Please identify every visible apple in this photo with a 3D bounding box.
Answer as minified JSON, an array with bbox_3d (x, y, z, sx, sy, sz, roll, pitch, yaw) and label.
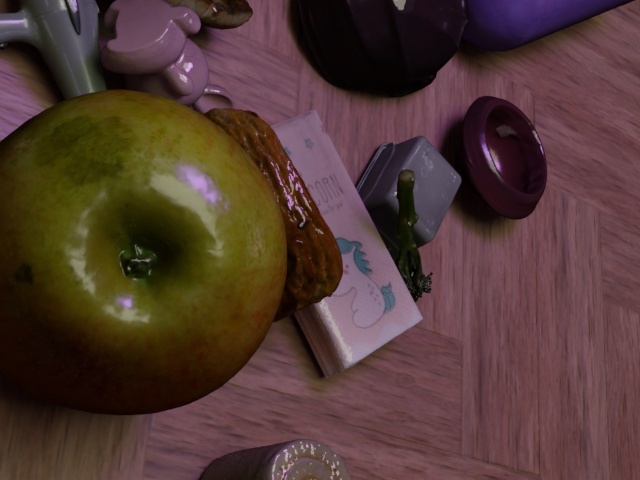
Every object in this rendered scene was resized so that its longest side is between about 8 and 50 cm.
[{"bbox_3d":[-0.195,0.014,1.124,0.339,0.339,0.339,16,64,-36],"label":"apple"}]

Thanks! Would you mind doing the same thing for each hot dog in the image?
[{"bbox_3d":[-0.092,-0.029,1.342,0.272,0.196,0.122,63,23,-4],"label":"hot dog"}]

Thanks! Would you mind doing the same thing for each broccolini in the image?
[{"bbox_3d":[0.119,0.002,1.496,0.067,0.216,0.058,5,47,7],"label":"broccolini"}]

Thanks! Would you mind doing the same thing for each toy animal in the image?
[{"bbox_3d":[-0.183,-0.197,1.357,0.212,0.124,0.124,60,35,-55],"label":"toy animal"}]

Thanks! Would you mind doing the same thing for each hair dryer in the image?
[{"bbox_3d":[-0.342,-0.186,1.269,0.267,0.092,0.229,-42,108,-28],"label":"hair dryer"}]

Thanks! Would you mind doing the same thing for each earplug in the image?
[{"bbox_3d":[0.385,-0.449,1.892,0.456,0.215,0.215,-31,94,-40],"label":"earplug"}]

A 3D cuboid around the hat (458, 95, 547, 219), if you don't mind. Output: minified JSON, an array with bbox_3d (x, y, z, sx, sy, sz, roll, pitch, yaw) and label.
[{"bbox_3d":[0.273,-0.125,1.744,0.205,0.089,0.205,21,57,-38],"label":"hat"}]

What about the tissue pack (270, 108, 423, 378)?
[{"bbox_3d":[0.000,0.000,1.473,0.170,0.071,0.325,-29,93,-42],"label":"tissue pack"}]

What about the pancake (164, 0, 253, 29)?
[{"bbox_3d":[-0.257,-0.423,1.366,0.427,0.067,0.305,25,41,-46],"label":"pancake"}]

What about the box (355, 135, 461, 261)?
[{"bbox_3d":[0.124,-0.064,1.589,0.124,0.093,0.172,44,51,-19],"label":"box"}]

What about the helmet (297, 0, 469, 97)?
[{"bbox_3d":[0.119,-0.346,1.641,0.305,0.177,0.225,-12,79,-41],"label":"helmet"}]

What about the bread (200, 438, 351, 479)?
[{"bbox_3d":[-0.051,0.306,1.267,0.134,0.141,0.148,17,64,-39],"label":"bread"}]
